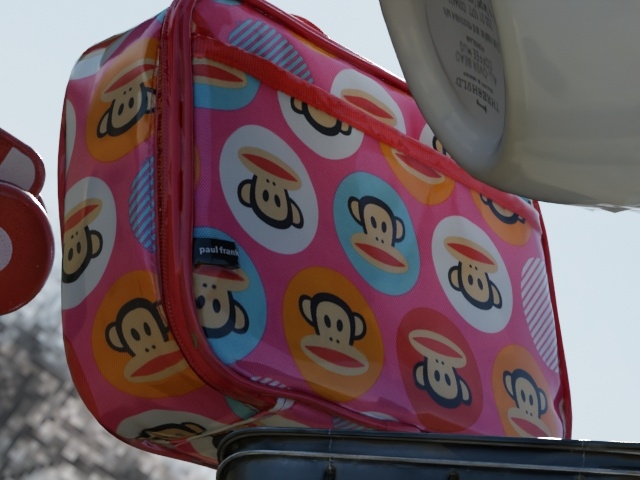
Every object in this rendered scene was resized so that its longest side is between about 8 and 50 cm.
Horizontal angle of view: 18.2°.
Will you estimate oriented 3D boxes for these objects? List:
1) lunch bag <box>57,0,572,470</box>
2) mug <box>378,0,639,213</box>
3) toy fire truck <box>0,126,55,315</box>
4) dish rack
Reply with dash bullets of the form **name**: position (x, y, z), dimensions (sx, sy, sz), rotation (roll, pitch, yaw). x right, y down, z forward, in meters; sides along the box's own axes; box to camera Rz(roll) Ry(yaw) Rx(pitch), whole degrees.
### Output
- **lunch bag**: position (0.000, 0.000, 1.030), dimensions (0.120, 0.258, 0.293), rotation (-26, -35, 36)
- **mug**: position (0.181, -0.177, 0.927), dimensions (0.374, 0.328, 0.276), rotation (-124, -160, -49)
- **toy fire truck**: position (-0.351, 0.008, 1.480), dimensions (0.254, 0.302, 0.169), rotation (35, 1, -12)
- **dish rack**: position (0.069, 0.189, 0.883), dimensions (0.208, 0.074, 0.271), rotation (2, -39, 13)
